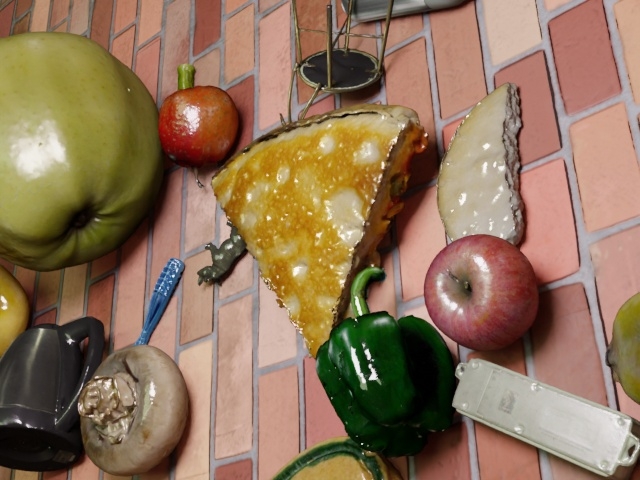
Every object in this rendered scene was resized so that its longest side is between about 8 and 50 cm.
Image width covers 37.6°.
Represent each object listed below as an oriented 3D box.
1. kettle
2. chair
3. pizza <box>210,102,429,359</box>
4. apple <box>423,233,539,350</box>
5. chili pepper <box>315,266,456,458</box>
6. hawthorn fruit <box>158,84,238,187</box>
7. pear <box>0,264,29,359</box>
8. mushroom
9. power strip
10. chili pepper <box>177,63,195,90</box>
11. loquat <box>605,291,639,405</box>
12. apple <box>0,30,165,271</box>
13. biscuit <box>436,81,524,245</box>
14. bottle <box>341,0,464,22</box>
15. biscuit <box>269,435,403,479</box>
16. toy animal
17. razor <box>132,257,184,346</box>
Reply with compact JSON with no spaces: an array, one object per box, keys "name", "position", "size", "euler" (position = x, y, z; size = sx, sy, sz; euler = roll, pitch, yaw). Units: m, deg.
[{"name":"kettle","position":[-0.539,0.270,1.806],"size":[0.251,0.207,0.271],"euler":[119,158,-48]},{"name":"chair","position":[0.022,-0.288,1.599],"size":[0.160,0.170,0.326],"euler":[47,148,42]},{"name":"pizza","position":[0.000,0.000,1.492],"size":[0.439,0.130,0.406],"euler":[-14,75,41]},{"name":"apple","position":[0.214,0.070,1.237],"size":[0.153,0.120,0.154],"euler":[-4,83,40]},{"name":"chili pepper","position":[0.082,0.161,1.297],"size":[0.165,0.173,0.261],"euler":[-62,37,39]},{"name":"hawthorn fruit","position":[-0.233,-0.198,1.797],"size":[0.157,0.157,0.194],"euler":[4,92,45]},{"name":"pear","position":[-0.786,0.175,2.030],"size":[0.314,0.314,0.315],"euler":[-21,57,36]},{"name":"mushroom","position":[-0.332,0.289,1.618],"size":[0.226,0.178,0.227],"euler":[-13,71,42]},{"name":"power strip","position":[0.277,0.217,1.157],"size":[0.272,0.052,0.078],"euler":[17,82,46]},{"name":"chili pepper","position":[-0.267,-0.288,1.941],"size":[0.052,0.050,0.202],"euler":[106,152,-47]},{"name":"loquat","position":[0.407,0.111,1.022],"size":[0.195,0.152,0.152],"euler":[-20,57,27]},{"name":"apple","position":[-0.526,-0.167,1.838],"size":[0.473,0.473,0.474],"euler":[-21,57,36]},{"name":"biscuit","position":[0.227,-0.088,1.366],"size":[0.141,0.038,0.290],"euler":[-17,59,38]},{"name":"bottle","position":[0.143,-0.426,1.578],"size":[0.253,0.096,0.079],"euler":[4,30,45]},{"name":"biscuit","position":[-0.012,0.446,1.316],"size":[0.344,0.057,0.287],"euler":[-45,45,19]},{"name":"toy animal","position":[-0.179,0.031,1.693],"size":[0.136,0.047,0.065],"euler":[-48,53,8]},{"name":"razor","position":[-0.324,0.150,1.778],"size":[0.081,0.042,0.253],"euler":[22,85,26]}]
